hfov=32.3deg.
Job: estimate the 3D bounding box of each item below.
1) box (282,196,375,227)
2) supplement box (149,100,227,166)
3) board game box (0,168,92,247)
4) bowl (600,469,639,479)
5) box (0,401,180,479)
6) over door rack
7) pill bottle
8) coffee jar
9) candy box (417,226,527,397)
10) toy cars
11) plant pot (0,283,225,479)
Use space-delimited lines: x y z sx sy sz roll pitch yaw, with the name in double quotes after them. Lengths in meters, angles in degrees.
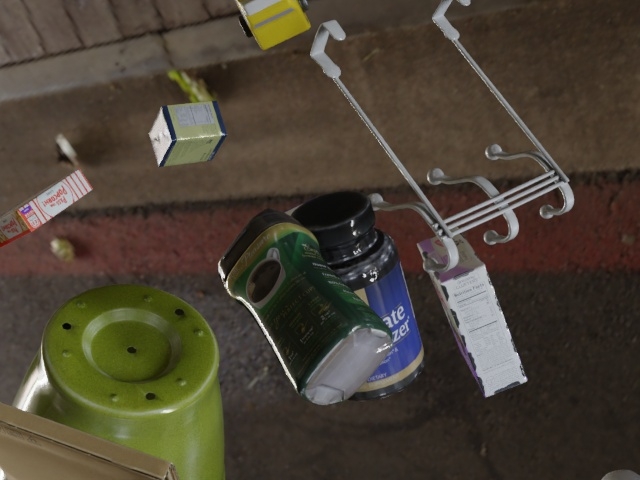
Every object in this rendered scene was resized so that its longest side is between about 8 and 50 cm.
0.000 0.000 1.837 0.137 0.072 0.126 26 147 -35 "box"
-0.187 -0.150 1.558 0.083 0.083 0.056 -47 56 59 "supplement box"
-0.497 -0.045 1.883 0.193 0.147 0.045 -20 107 47 "board game box"
0.404 0.389 1.492 0.053 0.142 0.142 15 101 -22 "bowl"
-0.216 0.213 1.010 0.201 0.021 0.164 16 147 14 "box"
0.146 -0.136 1.377 0.108 0.239 0.324 -37 79 54 "over door rack"
0.038 0.061 1.251 0.123 0.123 0.219 3 122 37 "pill bottle"
-0.019 0.056 1.010 0.096 0.079 0.184 -51 50 15 "coffee jar"
0.219 0.100 1.607 0.070 0.165 0.196 -23 111 2 "candy box"
-0.052 -0.435 1.506 0.176 0.087 0.393 10 121 -15 "toy cars"
-0.290 0.262 1.584 0.366 0.366 0.353 31 134 15 "plant pot"
